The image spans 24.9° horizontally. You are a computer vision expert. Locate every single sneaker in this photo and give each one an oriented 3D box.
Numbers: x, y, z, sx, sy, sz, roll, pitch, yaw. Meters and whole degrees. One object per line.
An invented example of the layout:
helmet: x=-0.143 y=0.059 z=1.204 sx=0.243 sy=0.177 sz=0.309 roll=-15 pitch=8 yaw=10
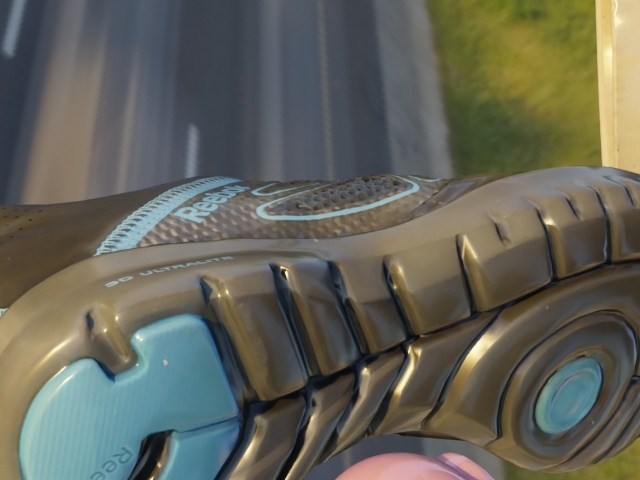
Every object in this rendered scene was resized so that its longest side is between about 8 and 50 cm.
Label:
sneaker: x=0.020 y=0.015 z=0.546 sx=0.341 sy=0.125 sz=0.140 roll=-2 pitch=25 yaw=-36

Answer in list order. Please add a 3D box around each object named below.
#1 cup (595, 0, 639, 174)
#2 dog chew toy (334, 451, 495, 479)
cup: x=0.317 y=-0.148 z=1.018 sx=0.331 sy=0.237 sz=0.331 roll=-2 pitch=90 yaw=-80
dog chew toy: x=-0.006 y=0.262 z=0.844 sx=0.207 sy=0.332 sz=0.206 roll=35 pitch=-19 yaw=14
